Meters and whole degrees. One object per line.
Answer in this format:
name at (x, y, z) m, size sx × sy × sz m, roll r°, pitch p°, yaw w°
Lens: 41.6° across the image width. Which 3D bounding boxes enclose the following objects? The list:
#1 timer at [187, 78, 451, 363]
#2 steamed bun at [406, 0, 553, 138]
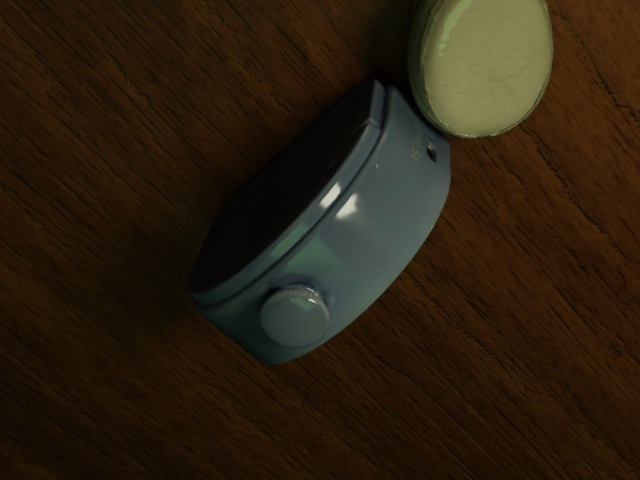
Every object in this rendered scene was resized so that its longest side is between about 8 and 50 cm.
timer at (0.000, 0.000, 1.084) m, size 0.395 × 0.395 × 0.173 m, roll -38°, pitch 110°, yaw 26°
steamed bun at (0.192, -0.246, 1.045) m, size 0.177 × 0.131 × 0.228 m, roll -9°, pitch 123°, yaw -2°
